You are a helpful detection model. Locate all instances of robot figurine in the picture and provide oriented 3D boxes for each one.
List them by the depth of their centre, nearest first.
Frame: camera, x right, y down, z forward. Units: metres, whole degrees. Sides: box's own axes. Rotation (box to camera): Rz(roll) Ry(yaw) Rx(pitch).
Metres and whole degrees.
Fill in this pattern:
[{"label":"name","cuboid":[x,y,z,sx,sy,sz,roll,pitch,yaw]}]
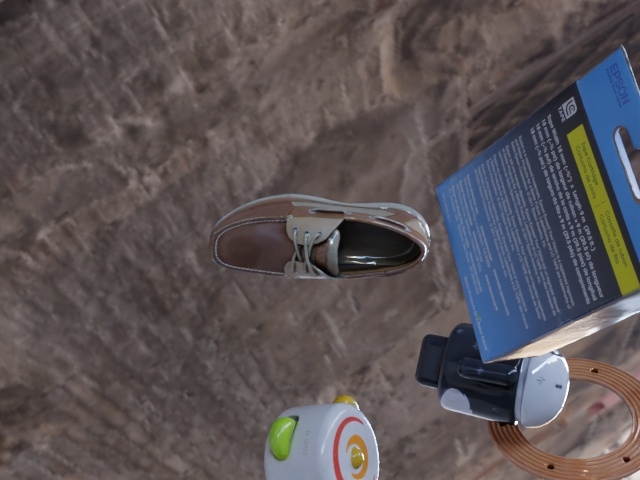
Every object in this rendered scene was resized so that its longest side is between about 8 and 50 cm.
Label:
[{"label":"robot figurine","cuboid":[0.324,0.248,1.802,0.278,0.209,0.174,11,-56,22]}]

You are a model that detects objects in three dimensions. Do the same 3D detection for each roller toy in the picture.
[{"label":"roller toy","cuboid":[0.011,0.379,1.659,0.209,0.146,0.191,-13,91,-59]}]

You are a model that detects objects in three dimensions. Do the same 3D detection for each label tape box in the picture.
[{"label":"label tape box","cuboid":[0.291,-0.026,1.089,0.333,0.105,0.241,-39,-122,51]}]

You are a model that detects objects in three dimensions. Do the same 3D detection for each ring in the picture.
[{"label":"ring","cuboid":[0.492,0.351,1.866,0.336,0.336,0.032,47,-28,51]}]

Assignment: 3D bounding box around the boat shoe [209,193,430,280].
[{"label":"boat shoe","cuboid":[0.000,0.000,1.376,0.116,0.324,0.123,-98,-176,-74]}]
